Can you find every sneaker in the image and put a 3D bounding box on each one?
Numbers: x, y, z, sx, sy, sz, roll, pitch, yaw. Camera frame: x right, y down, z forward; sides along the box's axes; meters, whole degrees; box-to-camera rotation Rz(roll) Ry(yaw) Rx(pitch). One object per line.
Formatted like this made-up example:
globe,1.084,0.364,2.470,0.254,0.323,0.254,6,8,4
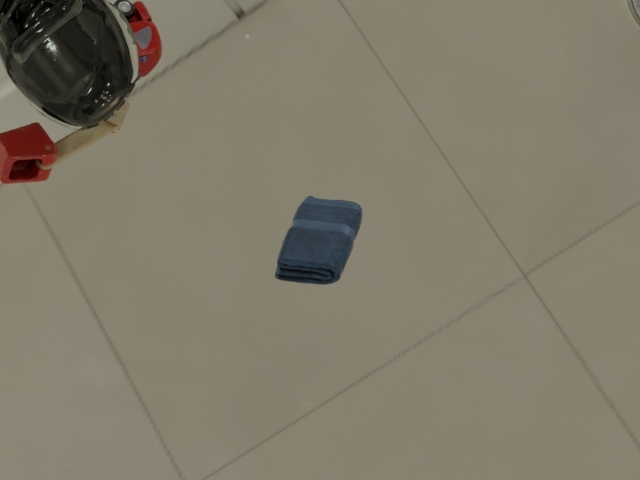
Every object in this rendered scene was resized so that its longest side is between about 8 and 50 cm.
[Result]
sneaker,-0.251,-0.203,0.804,0.107,0.124,0.283,-41,64,9

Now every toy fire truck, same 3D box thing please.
toy fire truck,-0.215,-0.136,0.918,0.192,0.047,0.135,-21,74,-32

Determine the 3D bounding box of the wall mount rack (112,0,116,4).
wall mount rack,-0.293,-0.395,1.203,0.350,0.130,0.304,23,110,18

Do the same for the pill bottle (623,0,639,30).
pill bottle,0.356,-0.237,0.903,0.112,0.186,0.112,-1,94,-11

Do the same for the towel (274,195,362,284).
towel,0.000,0.000,0.995,0.067,0.119,0.029,7,124,11
